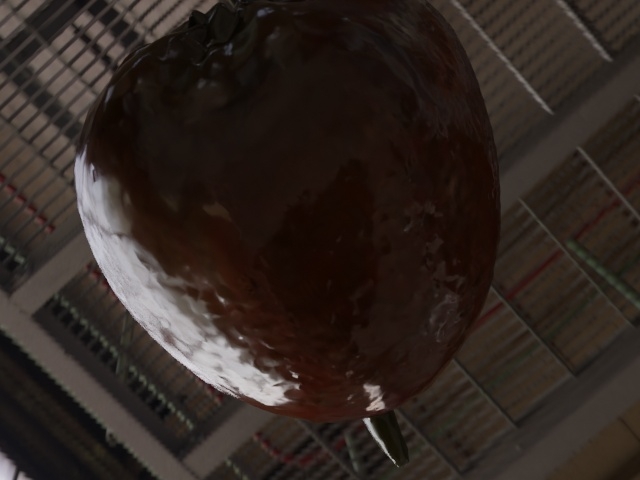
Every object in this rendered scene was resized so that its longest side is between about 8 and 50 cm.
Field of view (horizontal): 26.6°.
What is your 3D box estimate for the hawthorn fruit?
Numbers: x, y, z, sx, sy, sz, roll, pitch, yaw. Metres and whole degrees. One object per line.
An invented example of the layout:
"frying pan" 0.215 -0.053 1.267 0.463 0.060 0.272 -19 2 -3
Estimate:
"hawthorn fruit" 0.000 0.000 0.650 0.199 0.199 0.251 -24 -72 0
